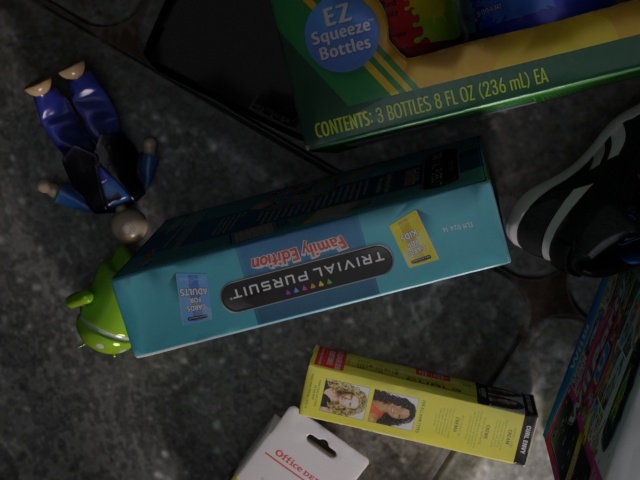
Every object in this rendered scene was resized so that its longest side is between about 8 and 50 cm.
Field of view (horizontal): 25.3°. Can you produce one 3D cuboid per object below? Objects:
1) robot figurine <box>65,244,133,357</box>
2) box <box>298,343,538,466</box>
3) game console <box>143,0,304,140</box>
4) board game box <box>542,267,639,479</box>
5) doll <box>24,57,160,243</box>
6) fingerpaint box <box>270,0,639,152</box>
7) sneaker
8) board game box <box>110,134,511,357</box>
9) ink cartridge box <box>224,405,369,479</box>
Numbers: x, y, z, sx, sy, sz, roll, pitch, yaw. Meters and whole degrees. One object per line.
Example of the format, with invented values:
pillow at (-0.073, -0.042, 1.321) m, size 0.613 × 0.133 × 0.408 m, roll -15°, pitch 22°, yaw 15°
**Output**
robot figurine at (-0.206, 0.065, 1.448) m, size 0.101 × 0.067 × 0.115 m, roll 19°, pitch 104°, yaw -31°
box at (0.098, 0.165, 1.434) m, size 0.232 × 0.087 × 0.058 m, roll 12°, pitch 100°, yaw 4°
game console at (-0.009, -0.288, 1.369) m, size 0.213 × 0.044 × 0.361 m, roll 25°, pitch 102°, yaw -1°
board game box at (0.293, 0.148, 1.300) m, size 0.097 × 0.303 × 0.224 m, roll 18°, pitch 102°, yaw 1°
doll at (-0.228, -0.082, 1.430) m, size 0.129 × 0.046 × 0.189 m, roll -26°, pitch 105°, yaw 0°
fingerpaint box at (0.167, -0.304, 1.223) m, size 0.445 × 0.163 × 0.371 m, roll -12°, pitch 91°, yaw 11°
sneaker at (0.290, -0.039, 1.325) m, size 0.217 × 0.121 × 0.079 m, roll -38°, pitch 139°, yaw -15°
board game box at (0.000, 0.000, 1.321) m, size 0.336 × 0.254 × 0.079 m, roll -14°, pitch 101°, yaw 8°
ink cartridge box at (-0.039, 0.257, 1.477) m, size 0.104 × 0.061 × 0.181 m, roll 36°, pitch 103°, yaw -3°
